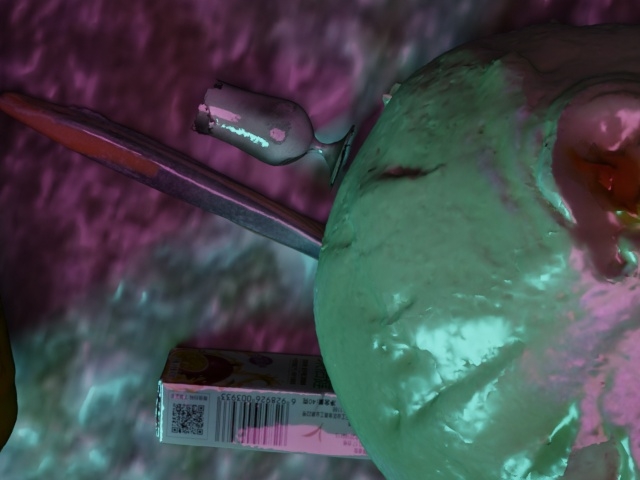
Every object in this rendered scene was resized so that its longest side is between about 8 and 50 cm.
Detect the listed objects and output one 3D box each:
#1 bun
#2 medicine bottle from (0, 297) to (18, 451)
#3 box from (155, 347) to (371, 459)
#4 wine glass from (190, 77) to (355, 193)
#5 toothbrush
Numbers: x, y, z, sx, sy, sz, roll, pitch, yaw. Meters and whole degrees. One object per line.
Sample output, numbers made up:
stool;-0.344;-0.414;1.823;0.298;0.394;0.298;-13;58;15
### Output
bun;0.135;0.017;0.849;0.293;0.187;0.293;-2;78;9
medicine bottle;-0.287;-0.064;0.867;0.224;0.224;0.384;-9;104;4
box;0.014;0.091;0.983;0.207;0.050;0.041;4;107;1
wine glass;-0.025;-0.055;0.957;0.083;0.042;0.039;19;66;0
toothbrush;0.000;0.000;0.973;0.375;0.028;0.037;25;111;-4
